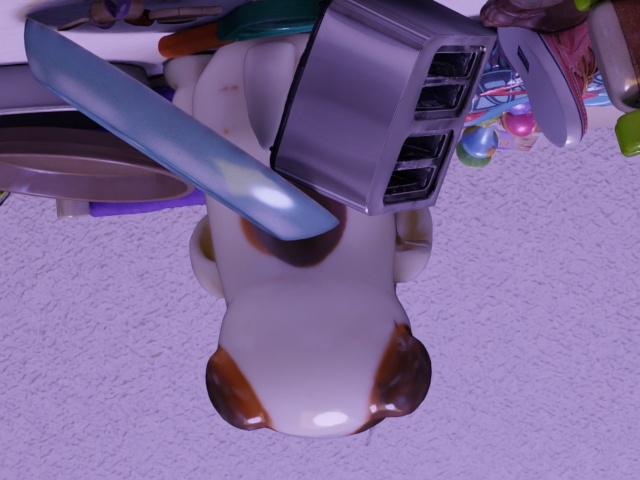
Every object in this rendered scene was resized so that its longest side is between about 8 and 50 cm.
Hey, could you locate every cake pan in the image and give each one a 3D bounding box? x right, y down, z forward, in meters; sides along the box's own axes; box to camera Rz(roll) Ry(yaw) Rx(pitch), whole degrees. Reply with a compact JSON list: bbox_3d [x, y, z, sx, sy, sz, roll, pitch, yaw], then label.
[{"bbox_3d":[-0.314,-0.151,2.061,0.293,0.054,0.293,-4,180,0],"label":"cake pan"}]

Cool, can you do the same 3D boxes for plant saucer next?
[{"bbox_3d":[-0.277,-0.085,2.128,0.278,0.041,0.278,3,172,0],"label":"plant saucer"},{"bbox_3d":[-0.127,-0.085,1.622,0.318,0.043,0.317,34,178,1],"label":"plant saucer"}]

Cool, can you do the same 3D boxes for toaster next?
[{"bbox_3d":[0.050,-0.119,1.574,0.110,0.168,0.186,26,-163,26],"label":"toaster"}]

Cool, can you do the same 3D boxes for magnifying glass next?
[{"bbox_3d":[-0.068,-0.189,1.695,0.092,0.026,0.231,-4,180,-40],"label":"magnifying glass"}]

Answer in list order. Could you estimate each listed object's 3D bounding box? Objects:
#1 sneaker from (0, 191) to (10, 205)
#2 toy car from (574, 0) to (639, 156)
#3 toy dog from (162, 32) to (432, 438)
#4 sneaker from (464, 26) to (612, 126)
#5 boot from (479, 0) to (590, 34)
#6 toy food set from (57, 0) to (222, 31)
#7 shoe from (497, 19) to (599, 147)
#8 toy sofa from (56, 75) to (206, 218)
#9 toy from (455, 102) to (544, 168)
[{"bbox_3d":[-0.468,-0.104,2.246,0.145,0.147,0.385,-50,165,9],"label":"sneaker"},{"bbox_3d":[0.306,-0.167,1.490,0.188,0.155,0.149,-17,178,7],"label":"toy car"},{"bbox_3d":[0.000,0.000,1.949,0.285,0.407,0.395,-5,180,-6],"label":"toy dog"},{"bbox_3d":[0.192,-0.186,1.854,0.262,0.104,0.125,-9,162,-1],"label":"sneaker"},{"bbox_3d":[0.200,-0.207,1.652,0.106,0.037,0.114,-7,175,-11],"label":"boot"},{"bbox_3d":[-0.150,-0.187,1.552,0.122,0.019,0.078,-7,-179,-29],"label":"toy food set"},{"bbox_3d":[0.226,-0.156,1.722,0.081,0.178,0.063,-8,136,-13],"label":"shoe"},{"bbox_3d":[-0.195,-0.111,2.287,0.363,0.150,0.177,-5,180,45],"label":"toy sofa"},{"bbox_3d":[0.194,-0.139,2.029,0.137,0.056,0.237,6,157,-9],"label":"toy"}]
